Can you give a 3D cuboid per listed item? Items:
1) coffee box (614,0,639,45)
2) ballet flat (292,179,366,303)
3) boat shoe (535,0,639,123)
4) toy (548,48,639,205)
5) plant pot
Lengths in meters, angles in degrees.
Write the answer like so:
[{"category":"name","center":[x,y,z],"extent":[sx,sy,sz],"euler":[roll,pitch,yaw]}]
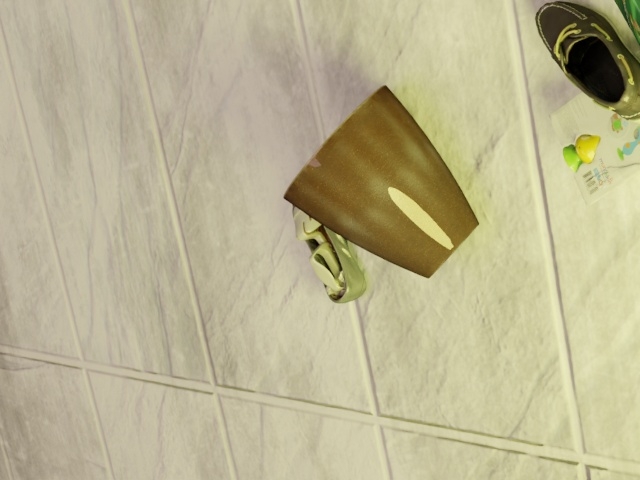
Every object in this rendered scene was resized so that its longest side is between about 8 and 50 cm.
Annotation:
[{"category":"coffee box","center":[0.389,-0.247,1.723],"extent":[0.113,0.040,0.184],"euler":[54,-168,-65]},{"category":"ballet flat","center":[0.000,0.000,2.310],"extent":[0.072,0.068,0.213],"euler":[-33,84,48]},{"category":"boat shoe","center":[0.329,-0.229,1.814],"extent":[0.081,0.068,0.228],"euler":[-56,46,21]},{"category":"toy","center":[0.400,-0.156,1.817],"extent":[0.237,0.056,0.137],"euler":[-35,63,35]},{"category":"plant pot","center":[0.105,-0.063,2.093],"extent":[0.230,0.215,0.215],"euler":[42,136,3]}]
